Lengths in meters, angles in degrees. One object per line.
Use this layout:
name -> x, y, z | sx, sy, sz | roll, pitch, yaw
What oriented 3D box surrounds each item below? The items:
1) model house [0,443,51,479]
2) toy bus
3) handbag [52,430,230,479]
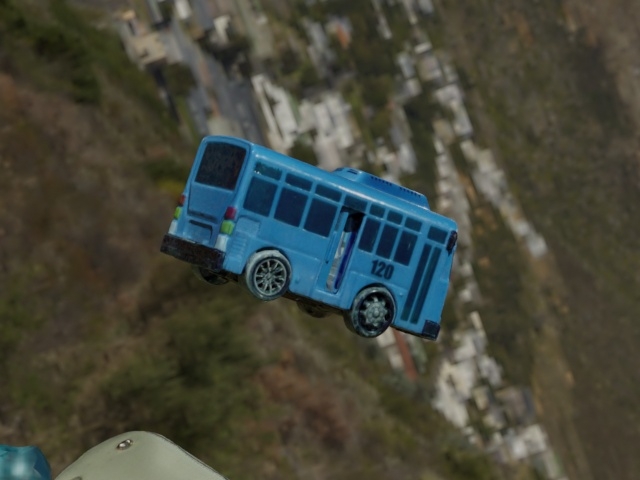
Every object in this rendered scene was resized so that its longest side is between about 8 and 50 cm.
model house -> -0.138, 0.197, 0.586 | 0.184, 0.291, 0.253 | 47, 28, -41
toy bus -> 0.000, 0.000, 1.042 | 0.184, 0.106, 0.090 | 19, -3, -31
handbag -> -0.063, 0.288, 1.070 | 0.241, 0.109, 0.315 | 26, -34, 50
